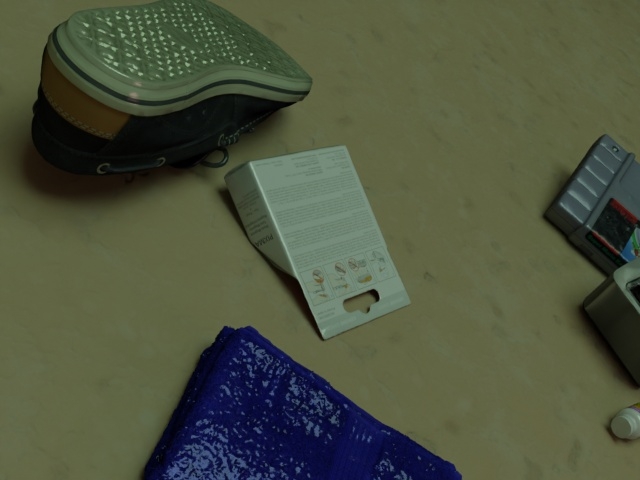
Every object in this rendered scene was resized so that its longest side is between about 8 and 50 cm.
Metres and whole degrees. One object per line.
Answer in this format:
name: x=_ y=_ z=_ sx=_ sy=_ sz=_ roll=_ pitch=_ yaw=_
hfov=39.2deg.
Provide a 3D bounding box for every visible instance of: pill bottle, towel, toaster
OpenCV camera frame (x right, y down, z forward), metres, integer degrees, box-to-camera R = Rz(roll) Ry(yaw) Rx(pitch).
pill bottle: x=0.438 y=0.251 z=1.250 sx=0.083 sy=0.043 sz=0.043 roll=-6 pitch=57 yaw=-44
towel: x=-0.001 y=0.229 z=0.871 sx=0.308 sy=0.076 sz=0.228 roll=33 pitch=37 yaw=-10
toaster: x=0.512 y=0.105 z=1.369 sx=0.168 sy=0.110 sz=0.186 roll=-19 pitch=64 yaw=-25

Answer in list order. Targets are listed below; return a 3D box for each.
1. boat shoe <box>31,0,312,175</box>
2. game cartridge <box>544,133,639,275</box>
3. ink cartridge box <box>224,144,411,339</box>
boat shoe: x=-0.165 y=-0.183 z=1.086 sx=0.187 sy=0.156 sz=0.500 roll=41 pitch=26 yaw=8
game cartridge: x=0.574 y=-0.001 z=1.557 sx=0.355 sy=0.068 sz=0.230 roll=41 pitch=51 yaw=1
ink cartridge box: x=0.000 y=0.000 z=1.138 sx=0.189 sy=0.066 sz=0.232 roll=-16 pitch=85 yaw=-48
